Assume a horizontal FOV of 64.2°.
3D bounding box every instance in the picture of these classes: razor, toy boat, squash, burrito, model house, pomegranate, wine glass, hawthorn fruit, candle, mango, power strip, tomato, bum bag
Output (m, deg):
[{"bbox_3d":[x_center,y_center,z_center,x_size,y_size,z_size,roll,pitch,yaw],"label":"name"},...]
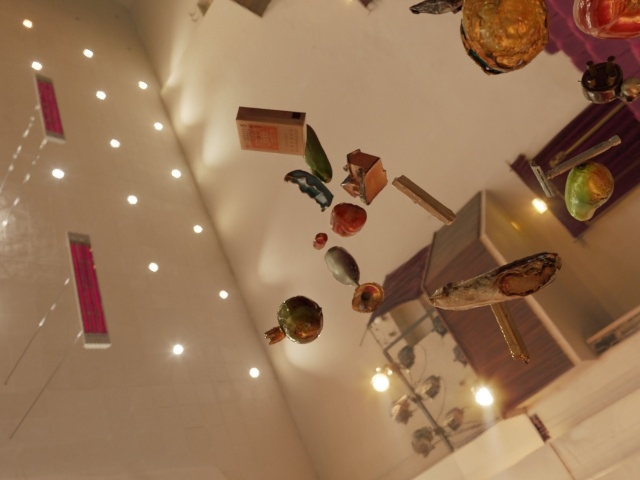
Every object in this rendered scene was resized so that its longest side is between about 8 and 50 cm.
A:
[{"bbox_3d":[0.729,-0.226,1.447,0.106,0.231,0.068,56,-161,-15],"label":"razor"},{"bbox_3d":[-0.041,-0.174,1.756,0.185,0.075,0.077,44,-120,-9],"label":"toy boat"},{"bbox_3d":[-0.029,-0.323,1.850,0.082,0.082,0.293,13,-136,-44],"label":"squash"},{"bbox_3d":[0.474,0.127,1.413,0.175,0.347,0.107,-23,-91,-49],"label":"burrito"},{"bbox_3d":[0.167,-0.280,2.170,0.172,0.183,0.166,27,-119,31],"label":"model house"},{"bbox_3d":[-0.082,0.268,1.644,0.159,0.205,0.159,59,180,0],"label":"pomegranate"},{"bbox_3d":[0.058,0.066,0.980,0.066,0.066,0.198,30,-169,-24],"label":"wine glass"},{"bbox_3d":[0.091,-0.069,1.692,0.128,0.128,0.128,32,-151,-20],"label":"hawthorn fruit"},{"bbox_3d":[0.000,0.000,1.976,0.052,0.052,0.131,45,166,5],"label":"candle"},{"bbox_3d":[0.795,-0.145,1.515,0.125,0.111,0.233,27,156,38],"label":"mango"},{"bbox_3d":[0.641,0.286,1.756,0.064,0.044,0.306,-21,-94,-55],"label":"power strip"},{"bbox_3d":[0.850,-0.704,1.405,0.298,0.298,0.226,28,-135,-26],"label":"tomato"},{"bbox_3d":[0.388,-0.754,1.622,0.248,0.102,0.069,39,160,58],"label":"bum bag"}]

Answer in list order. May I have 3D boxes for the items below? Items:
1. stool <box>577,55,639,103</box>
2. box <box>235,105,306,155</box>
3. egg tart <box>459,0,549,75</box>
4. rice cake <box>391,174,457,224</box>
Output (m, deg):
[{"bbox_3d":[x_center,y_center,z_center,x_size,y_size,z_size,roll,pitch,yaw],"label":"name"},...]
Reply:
[{"bbox_3d":[0.942,-0.513,1.654,0.217,0.125,0.121,31,175,34],"label":"stool"},{"bbox_3d":[-0.142,-0.324,1.519,0.201,0.141,0.058,8,-119,2],"label":"box"},{"bbox_3d":[0.482,-0.572,1.307,0.290,0.291,0.107,31,179,-21],"label":"egg tart"},{"bbox_3d":[0.359,-0.141,1.779,0.256,0.052,0.057,38,179,4],"label":"rice cake"}]
